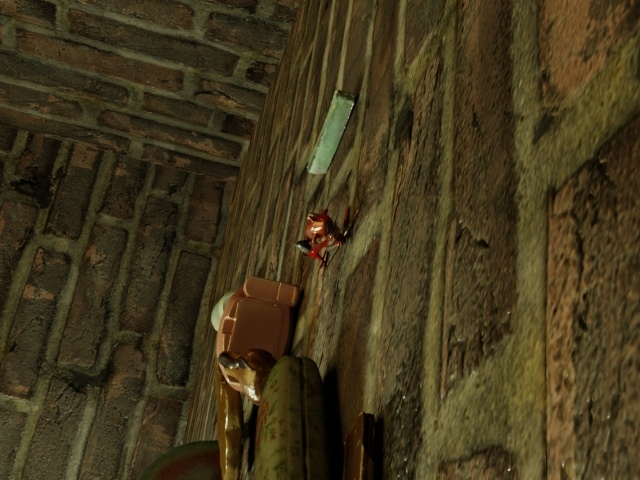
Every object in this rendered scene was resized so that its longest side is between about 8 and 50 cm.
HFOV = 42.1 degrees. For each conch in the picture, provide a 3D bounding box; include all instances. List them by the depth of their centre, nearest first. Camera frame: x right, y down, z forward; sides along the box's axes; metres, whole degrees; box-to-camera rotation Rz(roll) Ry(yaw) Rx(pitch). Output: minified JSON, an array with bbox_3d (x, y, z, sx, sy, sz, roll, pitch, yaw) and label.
[{"bbox_3d":[-0.113,0.236,1.463,0.233,0.080,0.086,31,98,35],"label":"conch"}]

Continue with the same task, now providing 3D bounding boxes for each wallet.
[{"bbox_3d":[0.042,0.286,0.930,0.095,0.026,0.176,108,171,-51],"label":"wallet"}]

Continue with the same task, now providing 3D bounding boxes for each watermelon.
[{"bbox_3d":[-0.285,0.578,1.830,0.214,0.290,0.319,27,91,49],"label":"watermelon"}]

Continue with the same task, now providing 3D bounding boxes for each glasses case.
[{"bbox_3d":[-0.038,0.321,1.101,0.425,0.098,0.156,-95,17,-60],"label":"glasses case"}]

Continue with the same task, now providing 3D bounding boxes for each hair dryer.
[{"bbox_3d":[-0.236,0.317,2.206,0.173,0.108,0.357,136,137,-72],"label":"hair dryer"}]

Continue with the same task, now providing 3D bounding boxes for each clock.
[{"bbox_3d":[-0.140,0.196,1.690,0.241,0.142,0.227,131,151,-75],"label":"clock"}]

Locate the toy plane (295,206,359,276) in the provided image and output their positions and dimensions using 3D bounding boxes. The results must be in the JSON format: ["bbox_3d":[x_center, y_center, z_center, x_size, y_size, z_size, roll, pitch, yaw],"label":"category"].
[{"bbox_3d":[0.003,-0.007,1.394,0.194,0.077,0.126,-149,81,-88],"label":"toy plane"}]

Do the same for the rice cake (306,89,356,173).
[{"bbox_3d":[0.021,-0.209,1.614,0.210,0.043,0.034,114,161,-45],"label":"rice cake"}]

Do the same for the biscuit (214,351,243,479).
[{"bbox_3d":[-0.200,0.366,1.813,0.319,0.047,0.183,-113,29,-57],"label":"biscuit"}]

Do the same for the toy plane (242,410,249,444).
[{"bbox_3d":[-0.177,0.425,1.864,0.083,0.033,0.080,-123,36,-75],"label":"toy plane"}]
